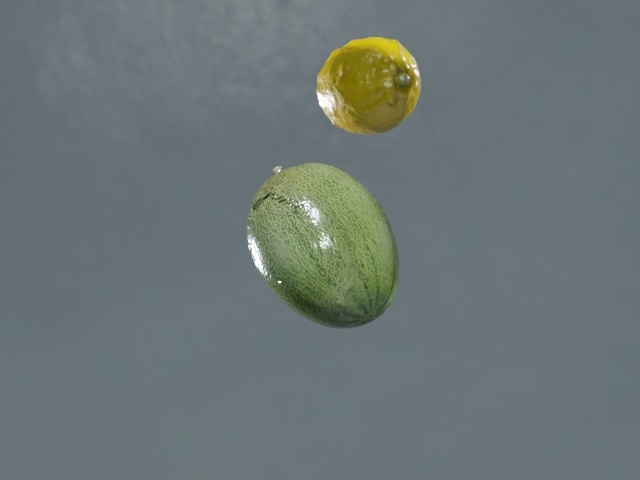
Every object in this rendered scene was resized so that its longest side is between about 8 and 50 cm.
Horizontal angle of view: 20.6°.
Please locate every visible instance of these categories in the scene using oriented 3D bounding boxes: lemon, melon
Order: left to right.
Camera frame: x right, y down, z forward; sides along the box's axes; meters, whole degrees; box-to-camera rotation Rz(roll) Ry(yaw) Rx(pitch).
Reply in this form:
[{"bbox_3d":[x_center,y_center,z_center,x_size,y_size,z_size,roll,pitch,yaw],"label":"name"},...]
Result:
[{"bbox_3d":[0.000,0.000,1.745,0.139,0.192,0.139,-28,-21,-12],"label":"melon"},{"bbox_3d":[0.059,-0.182,2.063,0.114,0.114,0.155,-22,9,-33],"label":"lemon"}]
